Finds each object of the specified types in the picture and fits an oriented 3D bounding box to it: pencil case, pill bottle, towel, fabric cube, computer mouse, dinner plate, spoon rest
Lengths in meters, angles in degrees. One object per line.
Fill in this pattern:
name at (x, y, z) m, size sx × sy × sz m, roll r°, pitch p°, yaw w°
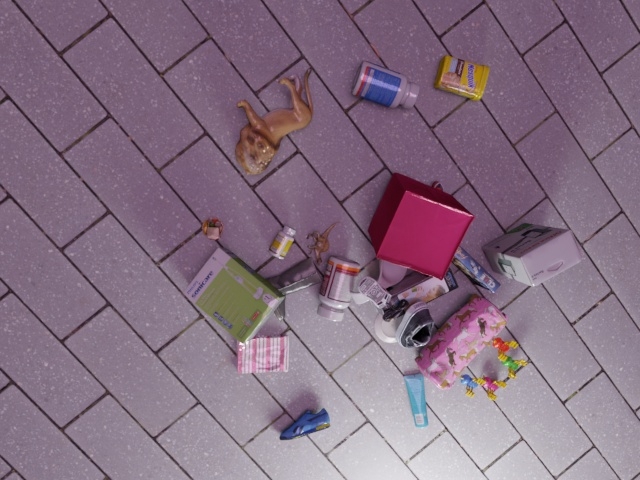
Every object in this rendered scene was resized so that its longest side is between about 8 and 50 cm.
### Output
pencil case at (0.539, 0.385, 1.793) m, size 0.386 × 0.160 × 0.167 m, roll -48°, pitch 129°, yaw 0°
pill bottle at (0.233, -0.546, 1.670) m, size 0.221 × 0.124 × 0.124 m, roll 17°, pitch 94°, yaw -8°
pill bottle at (0.063, 0.176, 1.731) m, size 0.121 × 0.121 × 0.221 m, roll 15°, pitch 95°, yaw -8°
pill bottle at (-0.137, 0.005, 1.716) m, size 0.065 × 0.065 × 0.116 m, roll 29°, pitch 93°, yaw -9°
towel at (-0.217, 0.432, 1.773) m, size 0.197 × 0.029 × 0.144 m, roll 0°, pitch 97°, yaw -7°
fabric cube at (0.340, -0.056, 1.641) m, size 0.259 × 0.258 × 0.254 m, roll 20°, pitch 108°, yaw -8°
computer mouse at (0.207, 0.193, 1.630) m, size 0.193 × 0.042 × 0.106 m, roll 43°, pitch 93°, yaw -8°
dinner plate at (0.280, 0.333, 1.828) m, size 0.141 × 0.017 × 0.141 m, roll -1°, pitch 95°, yaw -7°
spoon rest at (0.231, 0.131, 1.726) m, size 0.276 × 0.084 × 0.137 m, roll -42°, pitch 112°, yaw -26°

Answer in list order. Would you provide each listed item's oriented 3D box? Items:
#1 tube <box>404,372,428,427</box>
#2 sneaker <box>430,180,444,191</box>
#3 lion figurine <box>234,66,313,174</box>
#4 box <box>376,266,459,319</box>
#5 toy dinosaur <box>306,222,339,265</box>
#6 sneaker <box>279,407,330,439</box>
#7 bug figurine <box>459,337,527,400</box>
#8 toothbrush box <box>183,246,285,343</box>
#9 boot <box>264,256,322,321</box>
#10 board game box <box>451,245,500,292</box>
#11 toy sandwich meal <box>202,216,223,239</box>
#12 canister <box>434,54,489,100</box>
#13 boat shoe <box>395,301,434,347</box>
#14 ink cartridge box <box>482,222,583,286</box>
tube at (0.386, 0.633, 1.859) m, size 0.080 × 0.052 × 0.207 m, roll -9°, pitch 92°, yaw -10°
sneaker at (0.431, -0.165, 1.764) m, size 0.042 × 0.067 × 0.118 m, roll 8°, pitch 95°, yaw -7°
lion figurine at (-0.144, -0.414, 1.636) m, size 0.392 × 0.142 × 0.240 m, roll -32°, pitch 106°, yaw -7°
box at (0.344, 0.186, 1.744) m, size 0.290 × 0.169 × 0.087 m, roll -25°, pitch 96°, yaw -2°
toy dinosaur at (0.000, 0.000, 1.749) m, size 0.092 × 0.053 × 0.183 m, roll 26°, pitch 83°, yaw -26°
sneaker at (-0.065, 0.711, 1.812) m, size 0.209 × 0.069 × 0.082 m, roll -22°, pitch 65°, yaw 5°
bug figurine at (0.678, 0.505, 1.846) m, size 0.216 × 0.072 × 0.279 m, roll 36°, pitch 97°, yaw -26°
toothbrush box at (-0.301, 0.191, 1.655) m, size 0.283 × 0.122 × 0.206 m, roll 38°, pitch 91°, yaw 6°
boot at (-0.094, 0.184, 1.745) m, size 0.208 × 0.076 × 0.190 m, roll -21°, pitch 99°, yaw -11°
board game box at (0.543, 0.087, 1.756) m, size 0.243 × 0.165 × 0.042 m, roll 42°, pitch 90°, yaw -9°
toy sandwich meal at (-0.391, -0.043, 1.699) m, size 0.085 × 0.029 × 0.086 m, roll -1°, pitch 96°, yaw -7°
canister at (0.518, -0.599, 1.724) m, size 0.169 × 0.073 × 0.126 m, roll 14°, pitch 94°, yaw -6°
boat shoe at (0.353, 0.338, 1.708) m, size 0.108 × 0.301 × 0.102 m, roll -17°, pitch 55°, yaw -16°
ink cartridge box at (0.765, 0.043, 1.714) m, size 0.211 × 0.289 × 0.122 m, roll -29°, pitch 99°, yaw -3°
